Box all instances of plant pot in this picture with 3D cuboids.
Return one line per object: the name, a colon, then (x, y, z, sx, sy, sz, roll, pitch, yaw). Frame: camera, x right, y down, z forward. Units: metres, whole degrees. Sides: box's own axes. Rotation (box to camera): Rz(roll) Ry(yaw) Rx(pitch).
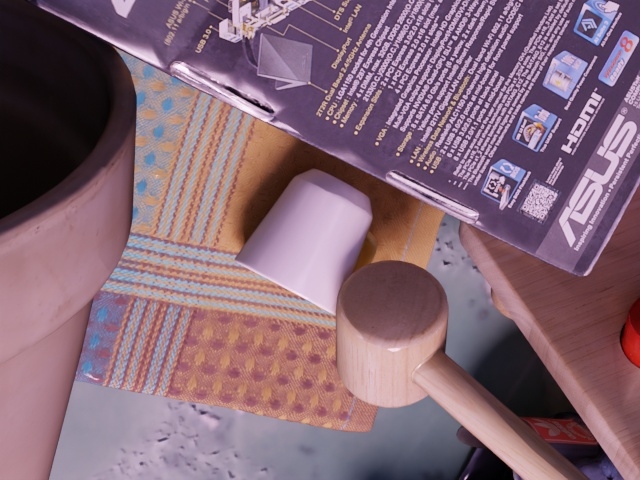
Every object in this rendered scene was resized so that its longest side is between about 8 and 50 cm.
plant pot: (-0.243, 0.062, 0.827, 0.323, 0.323, 0.280, -9, 121, -19)

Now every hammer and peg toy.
hammer and peg toy: (0.199, 0.061, 0.997, 0.361, 0.266, 0.127, -23, 150, -19)

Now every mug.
mug: (-0.003, -0.002, 0.978, 0.062, 0.078, 0.064, 27, 88, 6)

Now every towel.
towel: (-0.034, -0.088, 0.982, 0.271, 0.040, 0.370, 14, 103, -24)

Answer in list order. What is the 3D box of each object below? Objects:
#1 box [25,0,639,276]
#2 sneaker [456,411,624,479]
box: (0.082, -0.218, 0.827, 0.318, 0.097, 0.395, 24, 98, -30)
sneaker: (0.172, 0.138, 1.076, 0.350, 0.131, 0.148, -35, 114, -12)
